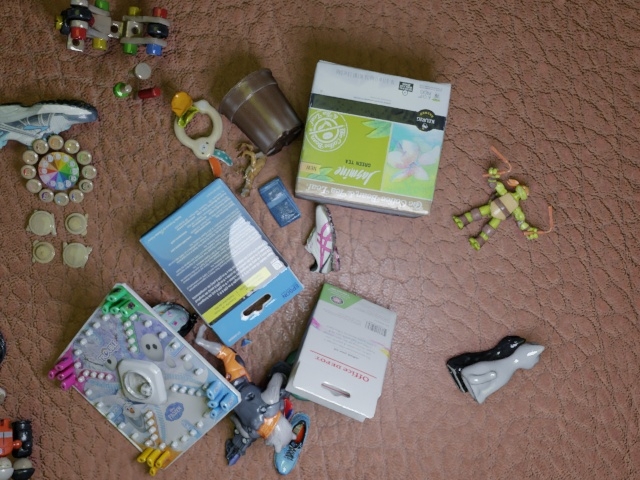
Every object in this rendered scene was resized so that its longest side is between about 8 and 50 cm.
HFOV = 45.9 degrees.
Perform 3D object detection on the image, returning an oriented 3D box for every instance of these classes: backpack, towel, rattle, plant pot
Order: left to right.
[{"bbox_3d":[-0.390,0.220,1.848,0.115,0.182,0.152,37,88,-1],"label":"backpack"},{"bbox_3d":[-0.291,-0.265,1.889,0.130,0.143,0.199,-17,83,-21],"label":"rattle"},{"bbox_3d":[-0.137,-0.308,1.871,0.167,0.167,0.165,-39,85,-3],"label":"plant pot"},{"bbox_3d":[-0.105,-0.097,1.944,0.067,0.029,0.119,-31,91,-2],"label":"towel"}]

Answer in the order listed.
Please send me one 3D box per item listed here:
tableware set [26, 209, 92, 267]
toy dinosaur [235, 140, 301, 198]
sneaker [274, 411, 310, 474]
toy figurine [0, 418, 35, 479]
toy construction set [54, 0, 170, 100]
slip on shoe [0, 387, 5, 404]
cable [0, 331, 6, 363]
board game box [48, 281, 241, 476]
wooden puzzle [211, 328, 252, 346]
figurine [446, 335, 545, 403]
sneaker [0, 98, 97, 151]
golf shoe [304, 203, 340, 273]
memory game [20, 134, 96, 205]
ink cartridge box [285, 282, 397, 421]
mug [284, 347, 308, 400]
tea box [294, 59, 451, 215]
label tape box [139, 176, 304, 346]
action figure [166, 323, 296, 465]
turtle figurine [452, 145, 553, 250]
[{"bbox_3d":[-0.665,-0.004,1.922,0.169,0.020,0.141,4,91,-4],"label":"tableware set"},{"bbox_3d":[-0.160,-0.208,1.940,0.112,0.064,0.211,40,82,-32],"label":"toy dinosaur"},{"bbox_3d":[-0.074,0.516,1.910,0.063,0.073,0.162,19,88,-2],"label":"sneaker"},{"bbox_3d":[-0.807,0.514,1.808,0.209,0.213,0.148,-7,75,-3],"label":"toy figurine"},{"bbox_3d":[-0.519,-0.493,1.880,0.257,0.237,0.309,-27,109,-32],"label":"toy construction set"},{"bbox_3d":[-0.853,0.375,1.874,0.135,0.041,0.051,30,115,-21],"label":"slip on shoe"},{"bbox_3d":[-0.868,0.276,1.893,0.150,0.047,0.184,27,87,-2],"label":"cable"},{"bbox_3d":[-0.434,0.346,1.799,0.390,0.050,0.390,44,124,-1],"label":"board game box"},{"bbox_3d":[-0.234,0.230,1.940,0.078,0.014,0.116,-36,90,2],"label":"wooden puzzle"},{"bbox_3d":[0.439,0.302,1.870,0.209,0.215,0.092,-29,92,-5],"label":"figurine"},{"bbox_3d":[-0.698,-0.289,1.900,0.283,0.110,0.122,-3,107,0],"label":"sneaker"},{"bbox_3d":[0.000,0.000,1.905,0.086,0.067,0.186,-8,111,-1],"label":"golf shoe"},{"bbox_3d":[-0.657,-0.174,1.894,0.186,0.012,0.186,-3,113,-6],"label":"memory game"},{"bbox_3d":[0.047,0.285,1.788,0.207,0.353,0.119,23,128,-1],"label":"ink cartridge box"},{"bbox_3d":[-0.037,0.326,1.904,0.129,0.097,0.157,-19,91,-2],"label":"mug"},{"bbox_3d":[0.120,-0.237,1.862,0.329,0.220,0.323,9,90,-2],"label":"tea box"},{"bbox_3d":[-0.244,0.051,1.891,0.249,0.115,0.347,-38,102,-3],"label":"label tape box"},{"bbox_3d":[-0.212,0.412,1.831,0.330,0.178,0.341,31,107,16],"label":"action figure"},{"bbox_3d":[0.450,-0.090,1.941,0.217,0.087,0.269,-36,99,5],"label":"turtle figurine"}]
